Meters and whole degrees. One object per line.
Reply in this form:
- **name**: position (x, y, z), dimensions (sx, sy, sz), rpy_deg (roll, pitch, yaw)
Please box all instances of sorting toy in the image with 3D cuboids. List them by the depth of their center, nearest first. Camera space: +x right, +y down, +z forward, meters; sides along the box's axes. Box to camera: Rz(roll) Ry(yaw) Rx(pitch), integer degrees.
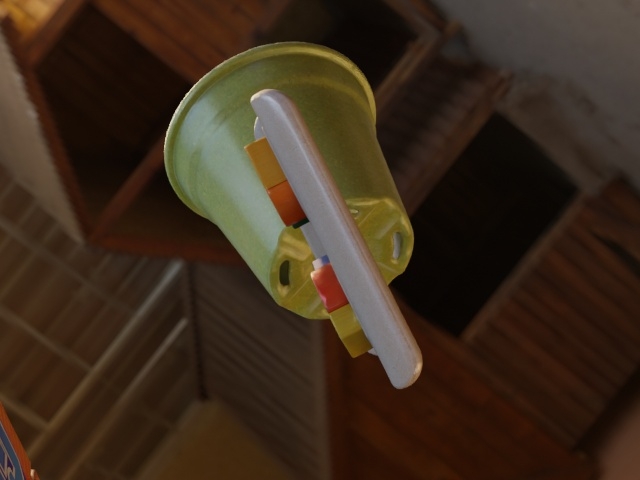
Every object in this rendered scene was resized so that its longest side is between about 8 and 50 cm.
- **sorting toy**: position (0.000, 0.000, 1.024), dimensions (0.193, 0.038, 0.208), rpy_deg (63, 177, -2)

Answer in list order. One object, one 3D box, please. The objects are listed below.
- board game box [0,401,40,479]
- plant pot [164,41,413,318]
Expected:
- **board game box**: position (-0.379, 0.319, 1.216), dimensions (0.356, 0.356, 0.356), rpy_deg (-118, 7, -66)
- **plant pot**: position (-0.018, -0.052, 1.913), dimensions (0.276, 0.276, 0.254), rpy_deg (38, -164, -43)
